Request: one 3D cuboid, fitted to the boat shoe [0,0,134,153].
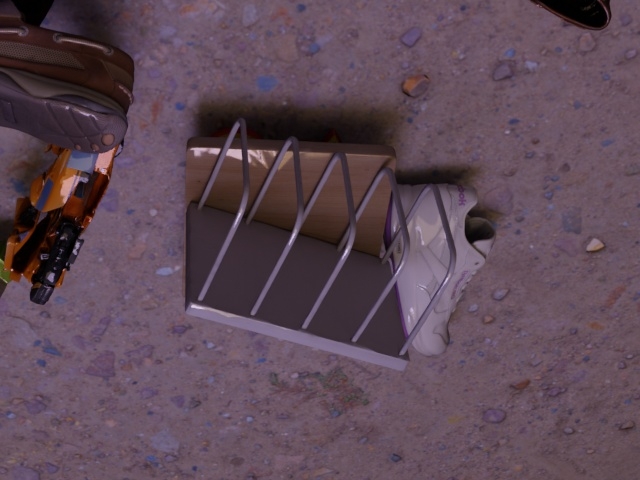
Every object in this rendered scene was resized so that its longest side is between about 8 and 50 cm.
[{"bbox_3d":[-0.351,-0.193,1.224,0.324,0.116,0.123,18,156,-7],"label":"boat shoe"}]

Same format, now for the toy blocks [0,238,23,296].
[{"bbox_3d":[-0.598,0.049,1.510,0.381,0.191,0.261,-36,113,24],"label":"toy blocks"}]

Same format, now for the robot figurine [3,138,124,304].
[{"bbox_3d":[-0.310,-0.067,1.396,0.085,0.211,0.291,20,117,-18],"label":"robot figurine"}]

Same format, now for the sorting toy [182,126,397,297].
[{"bbox_3d":[-0.048,-0.041,1.507,0.257,0.089,0.255,2,131,-6],"label":"sorting toy"}]

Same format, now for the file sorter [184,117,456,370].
[{"bbox_3d":[0.000,0.000,1.362,0.277,0.193,0.173,17,125,-18],"label":"file sorter"}]

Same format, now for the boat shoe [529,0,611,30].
[{"bbox_3d":[0.250,-0.307,1.304,0.207,0.073,0.073,24,127,-22],"label":"boat shoe"}]

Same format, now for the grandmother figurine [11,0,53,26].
[{"bbox_3d":[-0.375,-0.290,1.258,0.342,0.104,0.208,-18,153,7],"label":"grandmother figurine"}]

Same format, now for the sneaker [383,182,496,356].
[{"bbox_3d":[0.171,0.048,1.587,0.152,0.114,0.305,-8,132,4],"label":"sneaker"}]
